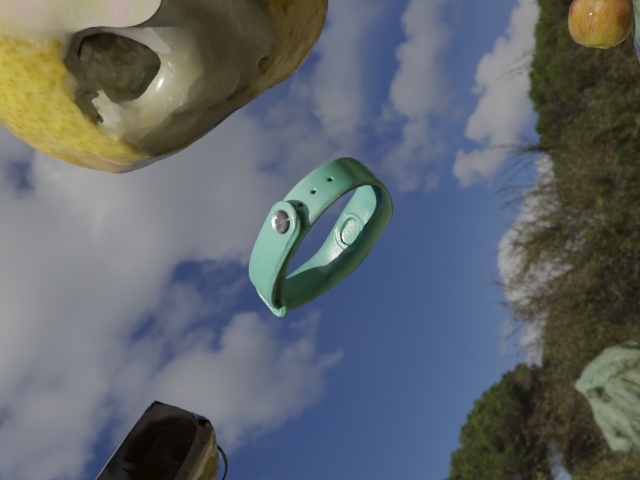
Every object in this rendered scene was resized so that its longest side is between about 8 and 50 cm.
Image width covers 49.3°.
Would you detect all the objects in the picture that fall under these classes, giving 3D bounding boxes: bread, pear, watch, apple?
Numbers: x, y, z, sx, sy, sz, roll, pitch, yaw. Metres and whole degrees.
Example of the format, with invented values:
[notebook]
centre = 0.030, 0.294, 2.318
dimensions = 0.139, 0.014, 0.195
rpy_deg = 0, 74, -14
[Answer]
[bread]
centre = -0.182, 0.307, 0.764
dimensions = 0.224, 0.143, 0.211
rpy_deg = -60, -18, -54
[pear]
centre = -0.130, -0.182, 0.443
dimensions = 0.271, 0.271, 0.271
rpy_deg = -40, -40, -44
[watch]
centre = 0.000, 0.000, 0.909
dimensions = 0.195, 0.068, 0.237
rpy_deg = -12, -37, -49
[apple]
centre = 0.343, -0.269, 0.849
dimensions = 0.084, 0.084, 0.071
rpy_deg = -27, -59, -53

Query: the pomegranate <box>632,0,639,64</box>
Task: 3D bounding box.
[pomegranate]
centre = 0.369, -0.189, 0.416
dimensions = 0.285, 0.341, 0.284
rpy_deg = -13, -75, -55
